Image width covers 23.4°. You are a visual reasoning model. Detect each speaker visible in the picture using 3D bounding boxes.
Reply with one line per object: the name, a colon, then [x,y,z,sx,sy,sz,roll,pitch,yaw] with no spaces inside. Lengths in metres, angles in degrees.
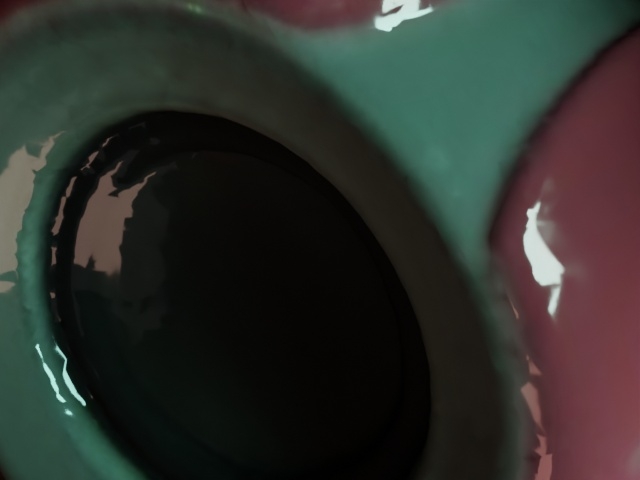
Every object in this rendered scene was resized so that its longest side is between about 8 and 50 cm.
speaker: [0.000,0.000,0.527,0.294,0.294,0.294,13,161,4]
